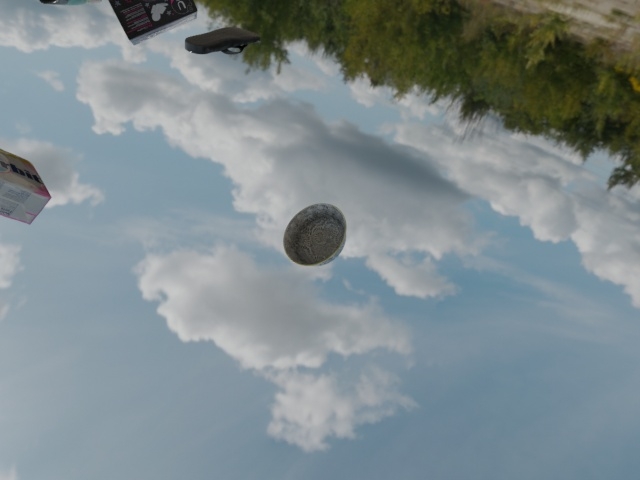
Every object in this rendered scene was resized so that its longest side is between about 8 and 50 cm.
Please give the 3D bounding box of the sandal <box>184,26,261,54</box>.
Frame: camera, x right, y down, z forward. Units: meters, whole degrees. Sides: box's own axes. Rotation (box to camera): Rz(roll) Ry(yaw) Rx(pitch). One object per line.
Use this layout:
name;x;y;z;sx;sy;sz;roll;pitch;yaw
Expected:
sandal;-0.278;-0.556;1.466;0.097;0.054;0.255;33;-137;27

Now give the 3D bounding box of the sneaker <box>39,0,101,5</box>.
sneaker;-0.458;-0.500;0.892;0.121;0.302;0.108;-24;-93;-20

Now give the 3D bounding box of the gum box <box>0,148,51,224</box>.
gum box;-0.516;-0.102;0.788;0.107;0.062;0.188;47;-171;32

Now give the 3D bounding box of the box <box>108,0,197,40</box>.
box;-0.553;-0.771;1.736;0.247;0.142;0.163;-25;-162;-7

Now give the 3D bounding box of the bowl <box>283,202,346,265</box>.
bowl;0.000;0.000;1.279;0.170;0.170;0.080;41;176;37
